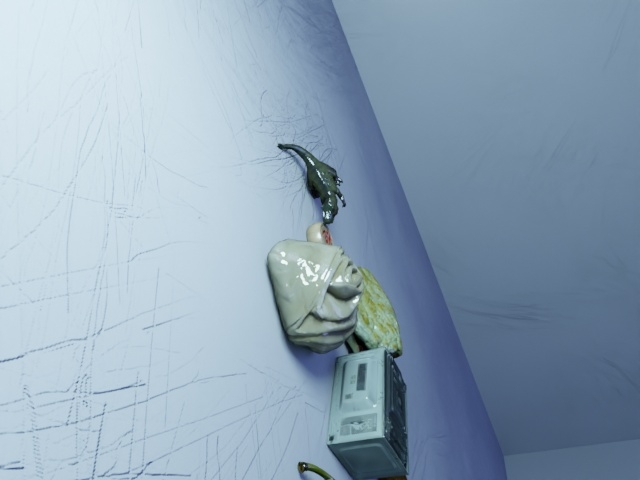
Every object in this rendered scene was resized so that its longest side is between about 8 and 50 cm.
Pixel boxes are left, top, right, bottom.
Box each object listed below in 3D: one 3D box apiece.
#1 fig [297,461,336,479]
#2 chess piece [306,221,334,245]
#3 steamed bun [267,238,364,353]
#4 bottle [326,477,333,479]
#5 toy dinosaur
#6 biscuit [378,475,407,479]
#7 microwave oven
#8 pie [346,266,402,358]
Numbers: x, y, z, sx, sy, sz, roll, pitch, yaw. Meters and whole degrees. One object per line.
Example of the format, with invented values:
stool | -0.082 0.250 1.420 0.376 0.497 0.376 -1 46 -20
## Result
fig | 0.040 0.444 0.810 0.236 0.124 0.124 53 21 1
chess piece | 0.000 0.000 1.133 0.083 0.038 0.083 -16 90 -72
steamed bun | 0.012 0.095 0.928 0.211 0.144 0.218 24 53 -65
bottle | 0.005 0.427 0.716 0.099 0.099 0.152 23 52 -65
toy dinosaur | -0.001 -0.140 1.135 0.187 0.087 0.179 61 5 26
biscuit | 0.166 0.551 1.139 0.180 0.039 0.236 23 51 -64
microwave oven | 0.104 0.345 1.005 0.208 0.122 0.162 -80 148 -52
pie | 0.120 0.183 1.215 0.257 0.105 0.274 61 21 -7
